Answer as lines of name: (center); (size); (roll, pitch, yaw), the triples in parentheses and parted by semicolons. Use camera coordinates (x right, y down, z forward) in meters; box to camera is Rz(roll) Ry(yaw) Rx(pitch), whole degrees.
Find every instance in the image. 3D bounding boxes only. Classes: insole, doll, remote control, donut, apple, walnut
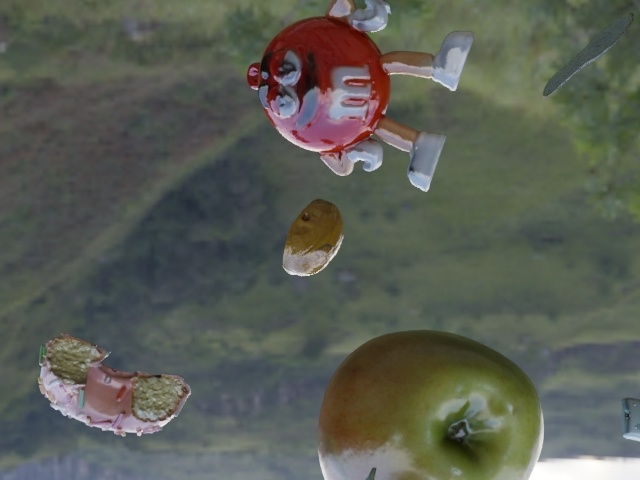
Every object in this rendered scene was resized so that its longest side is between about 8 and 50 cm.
insole: (0.385, -0.269, 2.006); (0.004, 0.188, 0.064); (34, -138, -16)
doll: (0.025, -0.152, 1.335); (0.217, 0.183, 0.085); (18, -165, 17)
remote control: (0.502, 0.263, 1.967); (0.162, 0.061, 0.029); (13, 149, -18)
donut: (-0.233, 0.165, 1.494); (0.166, 0.065, 0.117); (22, 148, -11)
apple: (0.174, 0.304, 2.134); (0.338, 0.338, 0.305); (-8, 178, -33)
walnut: (0.000, 0.000, 1.841); (0.052, 0.091, 0.121); (20, -121, 26)

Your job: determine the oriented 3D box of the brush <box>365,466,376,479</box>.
brush: (0.033, 0.351, 1.511); (0.010, 0.082, 0.218); (21, -142, -7)
